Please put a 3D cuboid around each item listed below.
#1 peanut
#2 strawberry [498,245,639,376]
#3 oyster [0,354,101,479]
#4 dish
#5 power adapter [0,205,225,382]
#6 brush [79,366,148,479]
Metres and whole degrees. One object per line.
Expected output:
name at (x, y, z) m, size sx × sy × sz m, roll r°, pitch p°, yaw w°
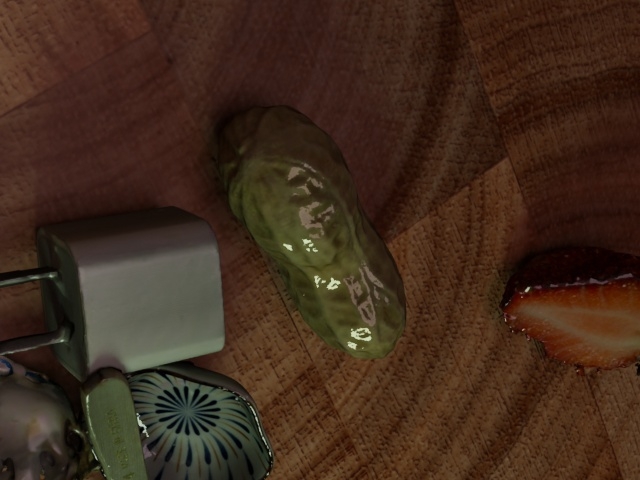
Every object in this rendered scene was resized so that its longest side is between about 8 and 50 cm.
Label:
peanut at (0.000, 0.000, 1.109) m, size 0.120 × 0.136 × 0.298 m, roll -25°, pitch 119°, yaw 11°
strawberry at (0.330, 0.065, 1.363) m, size 0.175 × 0.107 × 0.236 m, roll -37°, pitch 125°, yaw 22°
oyster at (-0.313, 0.179, 0.963) m, size 0.223 × 0.083 × 0.214 m, roll 47°, pitch 38°, yaw -7°
dish at (-0.134, 0.174, 1.080) m, size 0.190 × 0.066 × 0.191 m, roll 3°, pitch 126°, yaw 5°
power adapter at (-0.204, 0.050, 0.995) m, size 0.205 × 0.125 × 0.130 m, roll -9°, pitch 106°, yaw -29°
brush at (-0.175, 0.241, 1.046) m, size 0.085 × 0.020 × 0.336 m, roll -24°, pitch 133°, yaw -20°
